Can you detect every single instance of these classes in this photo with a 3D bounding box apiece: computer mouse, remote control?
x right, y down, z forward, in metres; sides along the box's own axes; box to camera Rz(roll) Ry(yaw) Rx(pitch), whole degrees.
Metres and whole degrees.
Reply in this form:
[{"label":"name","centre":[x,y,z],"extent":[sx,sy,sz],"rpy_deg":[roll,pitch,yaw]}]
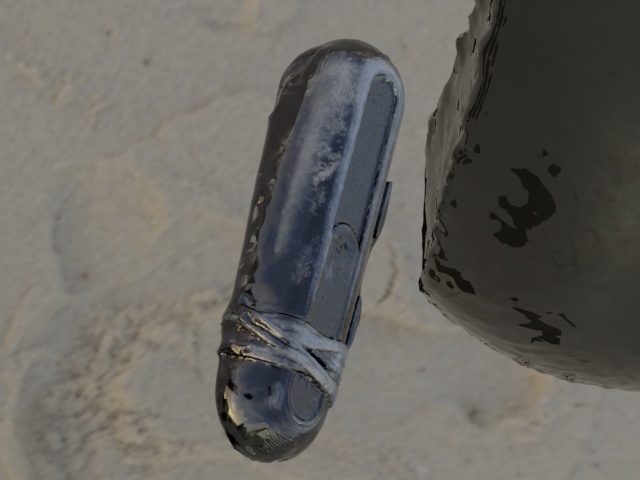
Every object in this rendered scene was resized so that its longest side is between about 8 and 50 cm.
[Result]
[{"label":"computer mouse","centre":[0.120,-0.021,0.556],"extent":[0.168,0.295,0.087],"rpy_deg":[7,61,0]},{"label":"remote control","centre":[0.000,0.000,1.028],"extent":[0.090,0.066,0.266],"rpy_deg":[27,61,-29]}]
